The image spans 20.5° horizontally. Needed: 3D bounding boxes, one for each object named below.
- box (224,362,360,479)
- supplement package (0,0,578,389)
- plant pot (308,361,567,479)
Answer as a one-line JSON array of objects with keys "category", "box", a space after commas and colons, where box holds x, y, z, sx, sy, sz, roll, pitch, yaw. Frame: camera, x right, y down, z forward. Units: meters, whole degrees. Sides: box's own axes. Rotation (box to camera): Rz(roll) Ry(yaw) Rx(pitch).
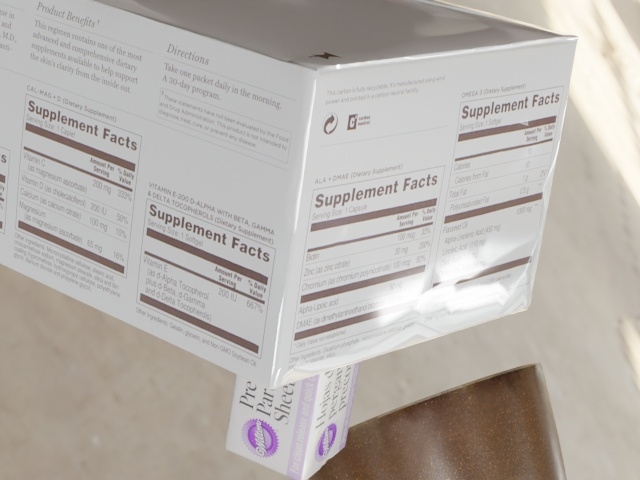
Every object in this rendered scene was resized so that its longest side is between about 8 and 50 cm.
[{"category": "box", "box": [0.000, 0.000, 1.136, 0.067, 0.324, 0.063, 23, 29, 22]}, {"category": "supplement package", "box": [-0.044, -0.056, 0.873, 0.262, 0.145, 0.204, 22, 23, 36]}, {"category": "plant pot", "box": [0.119, 0.244, 1.440, 0.215, 0.215, 0.230, 4, 65, -68]}]
